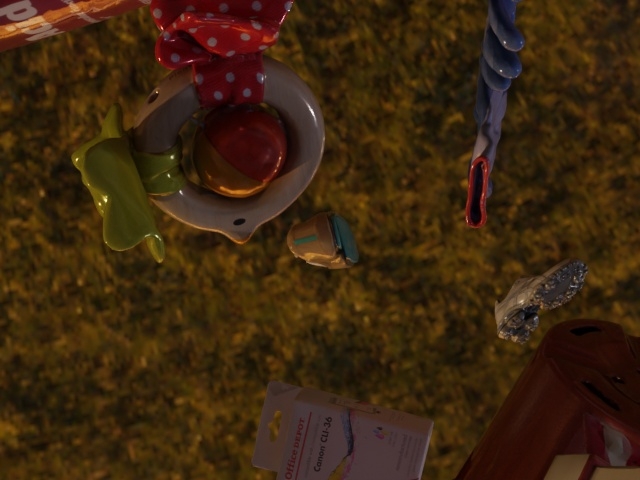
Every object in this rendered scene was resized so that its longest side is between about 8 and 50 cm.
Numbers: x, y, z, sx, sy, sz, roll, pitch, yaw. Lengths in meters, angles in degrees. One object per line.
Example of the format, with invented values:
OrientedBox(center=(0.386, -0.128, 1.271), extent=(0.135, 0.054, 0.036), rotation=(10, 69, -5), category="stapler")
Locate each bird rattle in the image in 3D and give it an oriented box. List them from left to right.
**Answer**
OrientedBox(center=(-0.090, -0.101, 1.215), extent=(0.207, 0.143, 0.253), rotation=(30, 101, -34), category="bird rattle")

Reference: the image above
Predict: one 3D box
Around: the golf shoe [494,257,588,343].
OrientedBox(center=(0.319, 0.071, 2.163), extent=(0.069, 0.086, 0.176), rotation=(25, 123, -35), category="golf shoe")

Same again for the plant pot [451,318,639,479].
OrientedBox(center=(0.242, 0.232, 1.301), extent=(0.272, 0.272, 0.265), rotation=(7, 119, -30), category="plant pot")

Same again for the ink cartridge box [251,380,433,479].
OrientedBox(center=(0.019, 0.240, 1.651), extent=(0.198, 0.067, 0.115), rotation=(14, 100, 8), category="ink cartridge box")

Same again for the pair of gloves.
OrientedBox(center=(0.101, -0.102, 0.823), extent=(0.023, 0.159, 0.198), rotation=(6, 124, 5), category="pair of gloves")

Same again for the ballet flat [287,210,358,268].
OrientedBox(center=(0.000, 0.000, 1.931), extent=(0.073, 0.080, 0.232), rotation=(-16, 171, 7), category="ballet flat")

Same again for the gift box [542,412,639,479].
OrientedBox(center=(0.180, 0.234, 0.690), extent=(0.276, 0.255, 0.258), rotation=(38, 163, -8), category="gift box")

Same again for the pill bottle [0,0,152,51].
OrientedBox(center=(-0.331, -0.307, 1.476), extent=(0.392, 0.224, 0.224), rotation=(-15, 142, 12), category="pill bottle")
